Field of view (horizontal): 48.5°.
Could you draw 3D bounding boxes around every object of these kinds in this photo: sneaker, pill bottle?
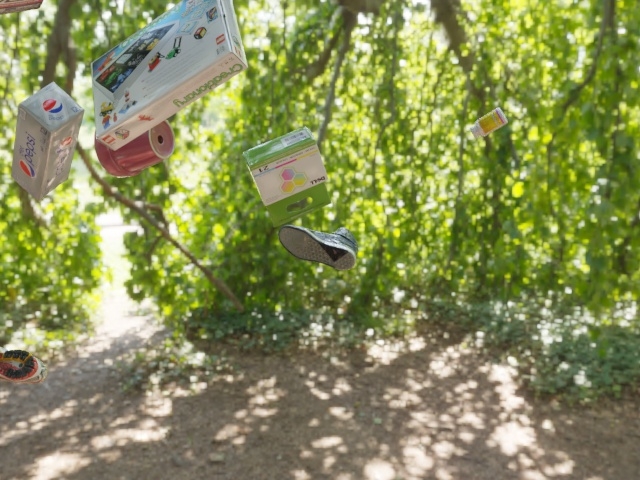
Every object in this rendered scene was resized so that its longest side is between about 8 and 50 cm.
[{"bbox_3d":[-0.745,0.297,1.672,0.225,0.088,0.093,10,-25,21],"label":"sneaker"},{"bbox_3d":[0.000,0.002,1.989,0.226,0.086,0.163,23,22,3],"label":"sneaker"},{"bbox_3d":[0.395,-0.274,1.675,0.083,0.043,0.043,-30,-6,20],"label":"pill bottle"}]

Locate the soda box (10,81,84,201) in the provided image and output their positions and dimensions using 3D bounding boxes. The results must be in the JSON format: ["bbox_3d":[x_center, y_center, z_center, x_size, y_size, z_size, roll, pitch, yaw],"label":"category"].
[{"bbox_3d":[-0.596,-0.208,1.540,0.098,0.091,0.286,-49,1,-36],"label":"soda box"}]

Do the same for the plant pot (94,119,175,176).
[{"bbox_3d":[-0.551,-0.300,2.158,0.180,0.201,0.201,-4,3,24],"label":"plant pot"}]

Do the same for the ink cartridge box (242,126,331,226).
[{"bbox_3d":[-0.073,-0.150,1.915,0.188,0.255,0.097,-23,34,-4],"label":"ink cartridge box"}]

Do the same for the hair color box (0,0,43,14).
[{"bbox_3d":[-0.709,-0.651,1.649,0.173,0.105,0.347,-25,2,-36],"label":"hair color box"}]

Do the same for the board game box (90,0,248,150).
[{"bbox_3d":[-0.280,-0.314,1.276,0.305,0.193,0.053,-26,-33,19],"label":"board game box"}]
